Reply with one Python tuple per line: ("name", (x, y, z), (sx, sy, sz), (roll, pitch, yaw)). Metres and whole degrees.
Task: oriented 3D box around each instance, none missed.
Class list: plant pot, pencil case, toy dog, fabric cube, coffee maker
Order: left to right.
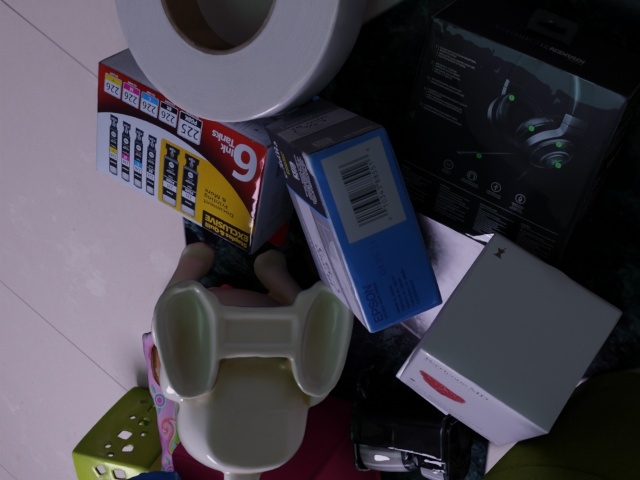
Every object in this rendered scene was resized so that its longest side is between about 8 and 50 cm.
("plant pot", (-0.331, 0.458, 1.882), (0.207, 0.228, 0.227), (7, 121, 25))
("pencil case", (-0.251, 0.292, 1.725), (0.124, 0.124, 0.284), (-9, 89, 39))
("toy dog", (-0.129, 0.195, 1.503), (0.408, 0.284, 0.395), (-163, 66, -74))
("fabric cube", (-0.066, 0.425, 1.645), (0.258, 0.254, 0.259), (11, 124, 31))
("coffee maker", (0.143, 0.301, 1.509), (0.178, 0.120, 0.171), (-1, 117, 35))
("plant pot", (0.376, 0.365, 1.224), (0.366, 0.353, 0.367), (17, 126, 25))

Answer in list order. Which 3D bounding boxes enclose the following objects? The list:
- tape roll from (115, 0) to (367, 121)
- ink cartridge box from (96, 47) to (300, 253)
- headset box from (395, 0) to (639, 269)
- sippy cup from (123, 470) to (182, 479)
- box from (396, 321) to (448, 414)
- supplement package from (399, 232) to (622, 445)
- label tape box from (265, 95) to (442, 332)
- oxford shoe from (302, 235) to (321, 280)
("tape roll", (-0.117, -0.351, 1.235), (0.392, 0.072, 0.392), (10, 108, 32))
("ink cartridge box", (-0.191, -0.124, 1.463), (0.309, 0.130, 0.272), (28, 132, 18))
("headset box", (0.238, -0.141, 1.148), (0.246, 0.131, 0.283), (27, 130, 19))
("sippy cup", (-0.274, 0.509, 1.536), (0.305, 0.240, 0.224), (-18, 99, -3))
("box", (0.189, 0.182, 1.412), (0.101, 0.102, 0.087), (37, 135, 9))
("supplement package", (0.228, 0.139, 1.208), (0.177, 0.175, 0.293), (33, 167, 9))
("label tape box", (0.023, -0.051, 1.243), (0.333, 0.106, 0.241), (-136, 24, -68))
("oxford shoe", (0.000, 0.000, 1.444), (0.096, 0.083, 0.227), (-6, 112, 45))
